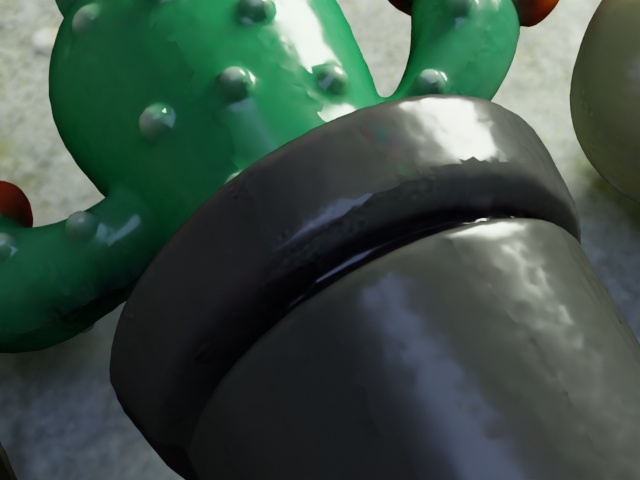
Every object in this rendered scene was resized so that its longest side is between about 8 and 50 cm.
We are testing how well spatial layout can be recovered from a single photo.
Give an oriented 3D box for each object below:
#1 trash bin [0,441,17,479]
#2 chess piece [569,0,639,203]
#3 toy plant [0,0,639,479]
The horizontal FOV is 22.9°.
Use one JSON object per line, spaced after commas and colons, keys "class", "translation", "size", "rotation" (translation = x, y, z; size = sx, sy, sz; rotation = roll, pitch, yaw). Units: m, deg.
{"class": "trash bin", "translation": [-0.257, 0.049, 0.567], "size": [0.220, 0.219, 0.250], "rotation": [-27, 57, -17]}
{"class": "chess piece", "translation": [0.247, -0.029, 0.651], "size": [0.300, 0.167, 0.167], "rotation": [23, 63, 21]}
{"class": "toy plant", "translation": [-0.010, 0.008, 0.608], "size": [0.279, 0.185, 0.400], "rotation": [-41, 59, 17]}
